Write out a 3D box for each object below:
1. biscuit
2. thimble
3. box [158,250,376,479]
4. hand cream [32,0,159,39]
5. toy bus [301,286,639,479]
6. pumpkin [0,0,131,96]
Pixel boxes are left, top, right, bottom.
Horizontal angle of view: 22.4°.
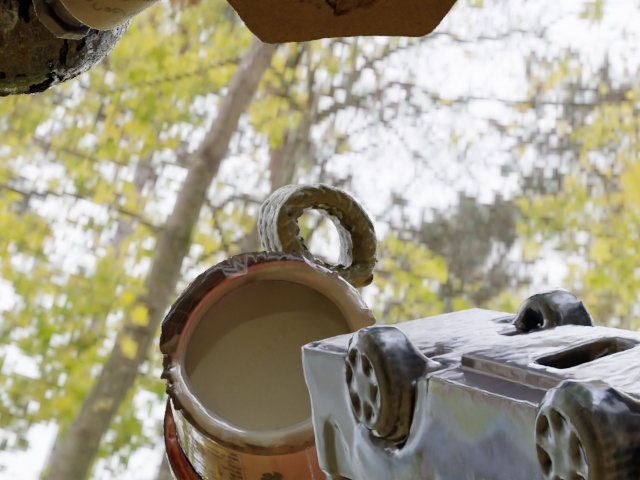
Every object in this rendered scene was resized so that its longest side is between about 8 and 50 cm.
[{"bbox_3d":[0.016,-0.211,1.056,0.182,0.034,0.215,-4,-34,-2],"label":"biscuit"},{"bbox_3d":[0.000,0.000,1.399,0.110,0.084,0.062,52,-16,-14],"label":"thimble"},{"bbox_3d":[-0.024,0.089,0.934,0.151,0.151,0.135,3,-29,8],"label":"box"},{"bbox_3d":[-0.067,-0.194,0.923,0.276,0.059,0.095,-28,-94,38],"label":"hand cream"},{"bbox_3d":[0.102,0.096,0.599,0.109,0.136,0.330,-11,6,-22],"label":"toy bus"},{"bbox_3d":[-0.268,-0.229,1.359,0.233,0.233,0.163,13,-36,-2],"label":"pumpkin"}]
